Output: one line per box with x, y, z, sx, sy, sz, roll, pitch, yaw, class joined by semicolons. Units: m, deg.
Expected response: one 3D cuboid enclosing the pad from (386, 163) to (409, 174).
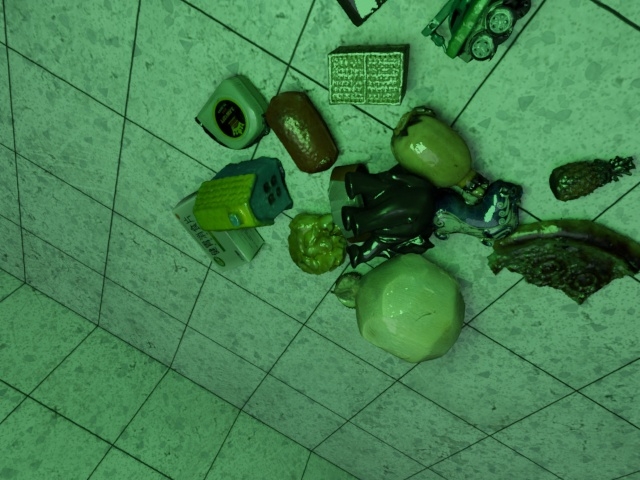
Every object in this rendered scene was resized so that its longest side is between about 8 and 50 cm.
0.295;-0.155;1.357;0.211;0.003;0.143;45;129;-14;pad

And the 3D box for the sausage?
-0.053;-0.327;1.276;0.141;0.153;0.268;-30;111;13;sausage

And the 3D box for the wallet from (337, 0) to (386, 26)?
0.053;-0.702;1.028;0.165;0.042;0.309;-29;110;38;wallet

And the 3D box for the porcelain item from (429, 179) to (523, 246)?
0.444;-0.095;1.254;0.287;0.138;0.186;11;121;11;porcelain item

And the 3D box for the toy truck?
0.383;-0.549;0.900;0.178;0.176;0.363;39;141;3;toy truck

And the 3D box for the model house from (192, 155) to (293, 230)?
-0.266;-0.135;1.424;0.237;0.303;0.216;-5;116;26;model house

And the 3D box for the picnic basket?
0.131;-0.442;1.115;0.196;0.154;0.134;5;121;14;picnic basket

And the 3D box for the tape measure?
-0.271;-0.387;1.354;0.207;0.115;0.235;49;132;-9;tape measure

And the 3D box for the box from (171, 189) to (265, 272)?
-0.386;-0.047;1.630;0.173;0.145;0.333;-19;116;35;box

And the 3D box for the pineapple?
0.719;-0.172;1.115;0.197;0.108;0.108;-18;117;17;pineapple

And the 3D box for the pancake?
0.734;0.059;1.293;0.426;0.067;0.305;19;131;6;pancake

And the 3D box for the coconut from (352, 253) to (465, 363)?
0.281;0.213;1.421;0.360;0.346;0.346;31;130;-4;coconut

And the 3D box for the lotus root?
0.334;-0.229;1.170;0.309;0.183;0.183;36;130;-6;lotus root

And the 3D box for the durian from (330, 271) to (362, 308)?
0.118;0.182;1.626;0.188;0.091;0.149;-16;105;35;durian

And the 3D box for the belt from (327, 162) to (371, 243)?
0.111;-0.113;1.346;0.105;0.184;0.262;-4;123;26;belt

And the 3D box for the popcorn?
0.000;0.000;1.484;0.266;0.192;0.233;-42;72;42;popcorn

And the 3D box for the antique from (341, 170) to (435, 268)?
0.197;-0.057;1.182;0.254;0.185;0.322;-10;141;-11;antique
